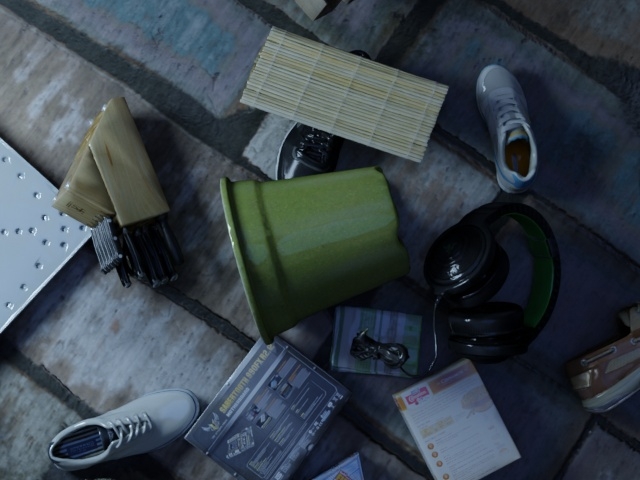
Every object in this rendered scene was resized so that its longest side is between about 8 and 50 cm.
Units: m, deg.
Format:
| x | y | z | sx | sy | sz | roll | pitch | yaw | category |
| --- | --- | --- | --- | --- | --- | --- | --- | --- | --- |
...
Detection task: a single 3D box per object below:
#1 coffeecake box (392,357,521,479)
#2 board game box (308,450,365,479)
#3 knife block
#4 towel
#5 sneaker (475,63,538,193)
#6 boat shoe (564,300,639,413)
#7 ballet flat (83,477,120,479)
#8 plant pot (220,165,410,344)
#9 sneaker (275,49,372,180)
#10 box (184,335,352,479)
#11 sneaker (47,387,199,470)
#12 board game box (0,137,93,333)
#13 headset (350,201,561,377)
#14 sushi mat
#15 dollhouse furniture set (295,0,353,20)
| x | y | z | sx | sy | sz | roll | pitch | yaw | category |
| --- | --- | --- | --- | --- | --- | --- | --- | --- | --- |
| 0.226 | 0.309 | 1.758 | 0.142 | 0.068 | 0.185 | -26 | 85 | -6 | coffeecake box |
| 0.028 | 0.454 | 1.736 | 0.194 | 0.060 | 0.194 | -45 | 87 | -6 | board game box |
| -0.308 | -0.067 | 1.757 | 0.242 | 0.088 | 0.275 | 30 | 59 | -22 | knife block |
| 0.095 | 0.173 | 1.790 | 0.152 | 0.023 | 0.113 | 6 | 84 | -2 | towel |
| 0.329 | -0.199 | 1.810 | 0.087 | 0.092 | 0.228 | -13 | 83 | -3 | sneaker |
| 0.552 | 0.157 | 1.768 | 0.324 | 0.123 | 0.116 | -36 | 84 | -8 | boat shoe |
| -0.174 | 0.452 | 1.635 | 0.483 | 0.182 | 0.164 | 9 | 98 | 18 | ballet flat |
| 0.000 | 0.000 | 1.668 | 0.254 | 0.276 | 0.276 | -15 | 84 | 0 | plant pot |
| 0.003 | -0.197 | 1.776 | 0.107 | 0.124 | 0.283 | 24 | 83 | 0 | sneaker |
| -0.086 | 0.291 | 1.751 | 0.183 | 0.056 | 0.231 | 36 | 83 | 2 | box |
| -0.320 | 0.316 | 1.718 | 0.258 | 0.091 | 0.094 | -24 | 85 | -5 | sneaker |
| -0.644 | -0.006 | 1.760 | 0.390 | 0.050 | 0.390 | 42 | 83 | 2 | board game box |
| 0.232 | 0.093 | 1.714 | 0.394 | 0.185 | 0.243 | -34 | 113 | -33 | headset |
| 0.039 | -0.240 | 1.712 | 0.316 | 0.019 | 0.151 | 19 | 73 | 3 | sushi mat |
| 0.099 | -0.568 | 1.703 | 0.174 | 0.355 | 0.303 | 49 | 45 | 2 | dollhouse furniture set |
